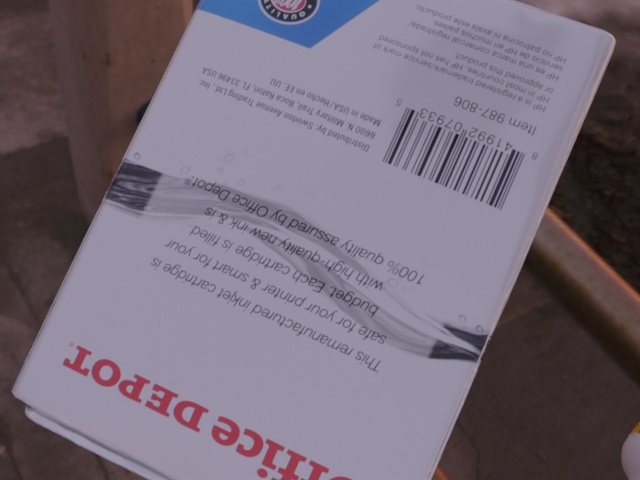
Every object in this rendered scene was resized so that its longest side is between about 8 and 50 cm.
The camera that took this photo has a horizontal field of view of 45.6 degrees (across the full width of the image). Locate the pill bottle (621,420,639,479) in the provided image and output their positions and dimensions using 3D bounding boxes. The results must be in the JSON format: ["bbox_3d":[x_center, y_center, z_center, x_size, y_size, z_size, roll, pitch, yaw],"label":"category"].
[{"bbox_3d":[0.459,0.225,0.836,0.188,0.188,0.334,39,79,20],"label":"pill bottle"}]

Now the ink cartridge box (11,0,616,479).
[{"bbox_3d":[0.000,0.000,0.584,0.285,0.166,0.395,24,84,11],"label":"ink cartridge box"}]
